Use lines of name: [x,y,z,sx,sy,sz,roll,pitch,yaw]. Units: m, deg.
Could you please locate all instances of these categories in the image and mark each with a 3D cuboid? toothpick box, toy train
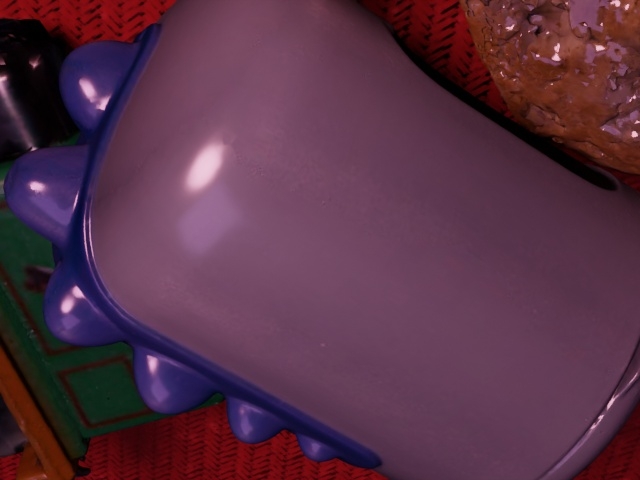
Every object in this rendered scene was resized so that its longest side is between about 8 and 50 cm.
toothpick box: [0.000,0.000,0.684,0.355,0.263,0.263,32,127,-21]
toy train: [-0.211,0.005,0.820,0.249,0.178,0.429,-14,123,9]

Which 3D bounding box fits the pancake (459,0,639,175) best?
pancake: [0.257,-0.173,0.637,0.387,0.082,0.387,8,133,9]
